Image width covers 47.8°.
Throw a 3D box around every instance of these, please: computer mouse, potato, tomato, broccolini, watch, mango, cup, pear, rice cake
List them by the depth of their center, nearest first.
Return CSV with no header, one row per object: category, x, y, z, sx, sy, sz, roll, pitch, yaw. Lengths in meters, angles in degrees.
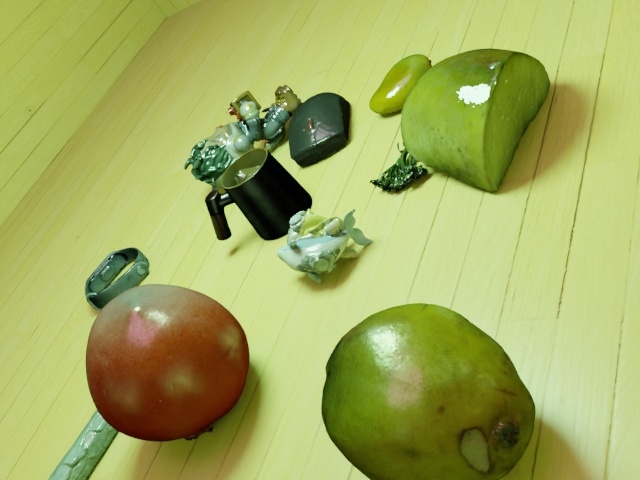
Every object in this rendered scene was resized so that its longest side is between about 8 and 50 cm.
pear,0.140,0.222,1.017,0.321,0.269,0.269,0,50,46
tomato,-0.299,0.227,1.398,0.321,0.321,0.321,-26,35,20
potato,0.285,-0.299,1.506,0.280,0.213,0.330,12,57,38
rice cake,-0.487,0.414,1.596,0.066,0.063,0.336,-9,44,45
broccolini,0.232,-0.210,1.643,0.123,0.062,0.271,21,62,43
cup,-0.160,-0.092,1.773,0.239,0.177,0.166,-48,34,-13
mango,0.214,-0.398,1.861,0.122,0.085,0.191,30,82,45
computer mouse,-0.008,-0.326,1.978,0.170,0.100,0.269,-28,34,22
watch,-0.589,0.107,2.070,0.206,0.068,0.193,-50,33,-20

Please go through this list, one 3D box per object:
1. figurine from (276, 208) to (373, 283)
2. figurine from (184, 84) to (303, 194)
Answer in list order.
figurine,0.000,0.000,1.556,0.208,0.128,0.184,-21,34,14
figurine,-0.223,-0.297,2.069,0.382,0.186,0.261,-46,7,-6
